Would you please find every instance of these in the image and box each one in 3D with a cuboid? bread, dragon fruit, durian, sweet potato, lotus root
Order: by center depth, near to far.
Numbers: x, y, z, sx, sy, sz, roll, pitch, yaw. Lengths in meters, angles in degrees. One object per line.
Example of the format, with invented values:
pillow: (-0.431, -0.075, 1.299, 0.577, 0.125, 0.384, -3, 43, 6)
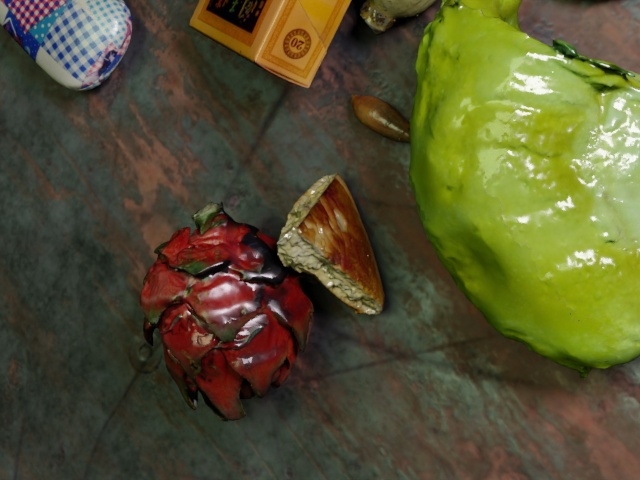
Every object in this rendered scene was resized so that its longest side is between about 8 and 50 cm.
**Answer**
durian: (0.199, -0.055, 0.953, 0.255, 0.204, 0.340, 9, 90, 16)
lotus root: (0.095, -0.288, 1.096, 0.090, 0.077, 0.183, 36, 100, 26)
bread: (0.008, -0.012, 1.099, 0.054, 0.154, 0.136, -20, 50, 28)
dragon fruit: (-0.091, 0.074, 1.112, 0.182, 0.189, 0.182, -23, 41, 22)
sweet potato: (0.063, -0.124, 1.121, 0.095, 0.034, 0.034, 35, 101, 28)

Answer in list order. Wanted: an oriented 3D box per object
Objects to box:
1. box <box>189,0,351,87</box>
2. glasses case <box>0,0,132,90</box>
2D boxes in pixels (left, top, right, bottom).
box: (-0.017, -0.309, 1.120, 0.274, 0.076, 0.174, -63, 34, 8)
glasses case: (-0.343, -0.309, 1.327, 0.327, 0.076, 0.125, 47, 107, 24)
